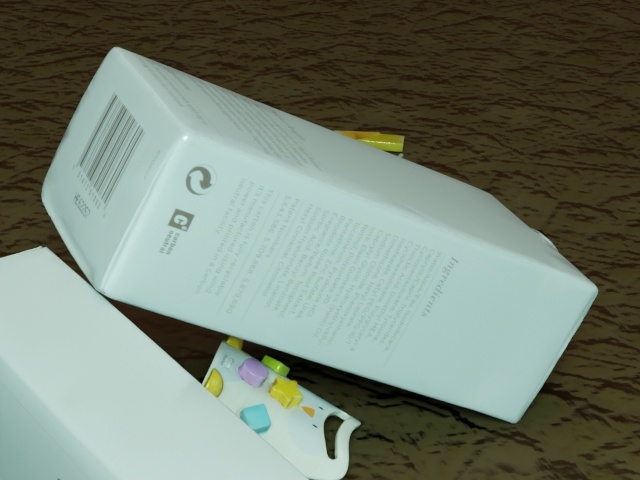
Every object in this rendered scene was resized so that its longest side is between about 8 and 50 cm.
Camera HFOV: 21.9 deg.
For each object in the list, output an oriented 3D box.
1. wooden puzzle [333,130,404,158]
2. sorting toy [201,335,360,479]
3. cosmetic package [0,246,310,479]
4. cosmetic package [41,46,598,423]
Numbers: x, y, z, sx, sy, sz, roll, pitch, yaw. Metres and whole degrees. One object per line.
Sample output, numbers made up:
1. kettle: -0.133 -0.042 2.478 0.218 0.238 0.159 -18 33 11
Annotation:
1. wooden puzzle: 0.009 -0.050 1.041 0.078 0.014 0.116 9 27 13
2. sorting toy: -0.020 0.080 0.754 0.075 0.045 0.083 23 27 -1
3. cosmetic package: -0.077 0.096 0.638 0.060 0.099 0.239 -14 30 -31
4. cosmetic package: 0.000 0.000 0.764 0.231 0.085 0.117 21 15 -30
